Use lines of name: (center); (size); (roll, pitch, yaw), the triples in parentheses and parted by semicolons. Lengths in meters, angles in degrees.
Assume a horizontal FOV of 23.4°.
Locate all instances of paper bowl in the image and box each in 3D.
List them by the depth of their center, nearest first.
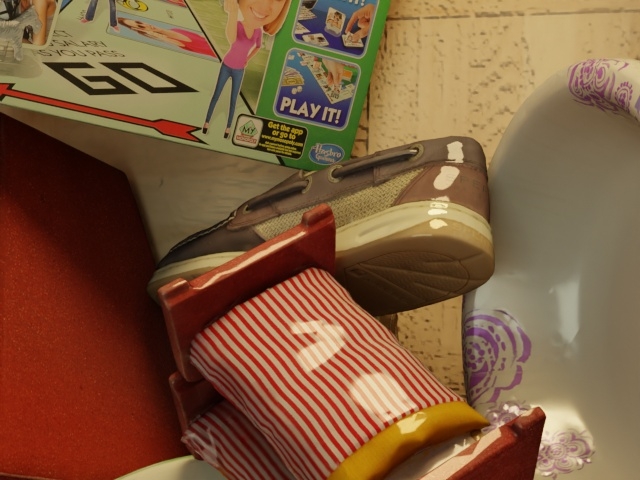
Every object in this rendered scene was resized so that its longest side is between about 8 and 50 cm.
paper bowl: (0.198, 0.046, 0.858); (0.148, 0.284, 0.284); (3, 92, -20)

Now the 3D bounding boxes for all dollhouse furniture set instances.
dollhouse furniture set: (-0.084, 0.166, 0.809); (0.201, 0.374, 0.152); (42, 150, 34)

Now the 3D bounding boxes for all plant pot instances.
plant pot: (-0.255, 0.052, 1.047); (0.267, 0.267, 0.235); (-5, 77, 23)

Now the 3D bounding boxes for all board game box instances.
board game box: (-0.097, -0.171, 0.952); (0.046, 0.317, 0.213); (25, 103, 56)

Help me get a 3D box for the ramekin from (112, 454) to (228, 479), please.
ramekin: (-0.055, 0.272, 0.916); (0.303, 0.303, 0.148); (21, 140, 22)

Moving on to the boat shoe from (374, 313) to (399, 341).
boat shoe: (0.055, 0.111, 1.021); (0.045, 0.050, 0.135); (-5, 91, 12)

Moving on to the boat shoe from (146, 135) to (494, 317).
boat shoe: (0.000, 0.000, 1.001); (0.285, 0.103, 0.092); (-16, 50, 46)
